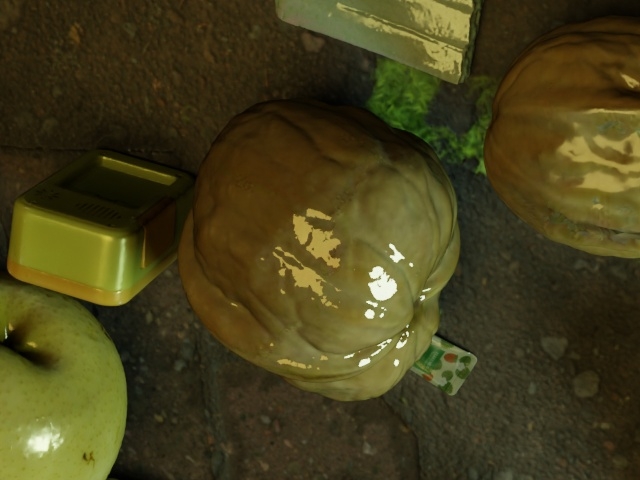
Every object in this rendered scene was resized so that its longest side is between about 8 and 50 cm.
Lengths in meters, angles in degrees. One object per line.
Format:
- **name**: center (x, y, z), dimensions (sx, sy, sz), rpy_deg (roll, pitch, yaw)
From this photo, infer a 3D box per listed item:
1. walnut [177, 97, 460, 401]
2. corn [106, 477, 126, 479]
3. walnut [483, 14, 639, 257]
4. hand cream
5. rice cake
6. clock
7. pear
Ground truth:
- **walnut**: center (0.000, 0.000, 1.707), dimensions (0.285, 0.285, 0.296), rpy_deg (20, 148, 13)
- **corn**: center (-0.155, 0.337, 2.003), dimensions (0.253, 0.086, 0.086), rpy_deg (13, 114, 14)
- **walnut**: center (0.280, -0.095, 1.596), dimensions (0.261, 0.225, 0.225), rpy_deg (5, 112, 13)
- **hand cream**: center (0.084, 0.103, 1.852), dimensions (0.165, 0.037, 0.057), rpy_deg (31, 118, 1)
- **rice cake**: center (0.056, -0.241, 1.721), dimensions (0.211, 0.038, 0.124), rpy_deg (17, 116, 15)
- **clock**: center (-0.224, -0.015, 1.824), dimensions (0.143, 0.202, 0.096), rpy_deg (19, 114, 13)
- **pear**: center (-0.364, 0.185, 1.911), dimensions (0.309, 0.309, 0.309), rpy_deg (7, 113, 18)
